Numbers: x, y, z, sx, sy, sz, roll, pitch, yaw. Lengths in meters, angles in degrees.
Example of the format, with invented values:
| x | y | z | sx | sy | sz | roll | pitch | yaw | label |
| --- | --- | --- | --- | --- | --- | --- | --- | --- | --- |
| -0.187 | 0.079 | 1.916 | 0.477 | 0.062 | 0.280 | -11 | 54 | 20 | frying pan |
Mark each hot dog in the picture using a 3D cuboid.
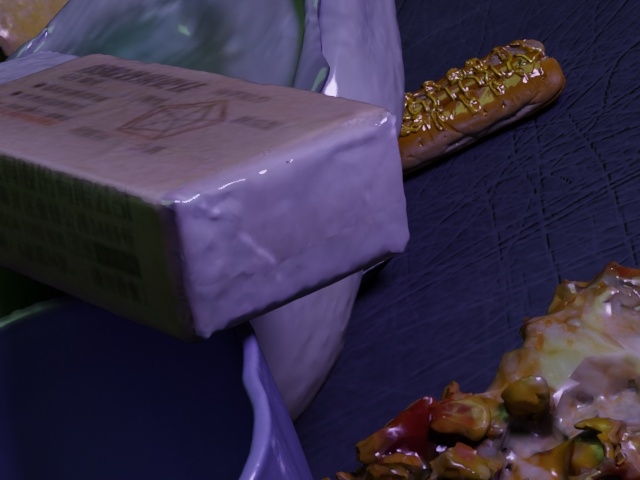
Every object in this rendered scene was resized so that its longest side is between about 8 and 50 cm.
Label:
| x | y | z | sx | sy | sz | roll | pitch | yaw | label |
| --- | --- | --- | --- | --- | --- | --- | --- | --- | --- |
| 0.100 | -0.098 | 1.279 | 0.165 | 0.045 | 0.071 | -25 | 36 | 1 | hot dog |

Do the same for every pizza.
| x | y | z | sx | sy | sz | roll | pitch | yaw | label |
| --- | --- | --- | --- | --- | --- | --- | --- | --- | --- |
| 0.145 | 0.126 | 0.932 | 0.288 | 0.074 | 0.251 | -40 | 38 | -16 | pizza |

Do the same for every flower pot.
| x | y | z | sx | sy | sz | roll | pitch | yaw | label |
| --- | --- | --- | --- | --- | --- | --- | --- | --- | --- |
| -0.102 | 0.192 | 0.859 | 0.265 | 0.243 | 0.265 | -16 | 37 | 13 | flower pot |

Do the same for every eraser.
| x | y | z | sx | sy | sz | roll | pitch | yaw | label |
| --- | --- | --- | --- | --- | --- | --- | --- | --- | --- |
| -0.115 | -0.037 | 0.916 | 0.144 | 0.078 | 0.343 | -23 | 24 | -33 | eraser |

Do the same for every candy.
| x | y | z | sx | sy | sz | roll | pitch | yaw | label |
| --- | --- | --- | --- | --- | --- | --- | --- | --- | --- |
| -0.090 | -0.033 | 1.133 | 0.386 | 0.186 | 0.426 | 12 | 78 | 48 | candy |

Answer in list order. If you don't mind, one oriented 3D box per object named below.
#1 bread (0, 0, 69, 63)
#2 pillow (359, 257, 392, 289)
| x | y | z | sx | sy | sz | roll | pitch | yaw | label |
| --- | --- | --- | --- | --- | --- | --- | --- | --- | --- |
| -0.283 | -0.166 | 1.486 | 0.197 | 0.197 | 0.170 | -4 | 30 | 31 | bread |
| 0.001 | 0.002 | 1.210 | 0.091 | 0.055 | 0.135 | -17 | 33 | -18 | pillow |
